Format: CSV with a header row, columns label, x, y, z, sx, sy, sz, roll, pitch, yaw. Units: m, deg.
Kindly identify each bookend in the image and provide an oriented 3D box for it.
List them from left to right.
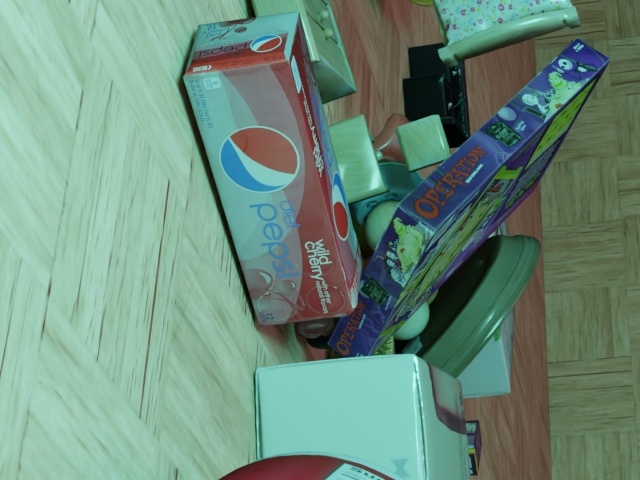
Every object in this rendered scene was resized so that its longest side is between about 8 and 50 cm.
label,x,y,z,sx,sy,sz,roll,pitch,yaw
bookend,0.166,-0.224,2.262,0.156,0.072,0.157,34,51,-72

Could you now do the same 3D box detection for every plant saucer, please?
label,x,y,z,sx,sy,sz,roll,pitch,yaw
plant saucer,0.139,0.094,1.731,0.041,0.278,0.278,40,24,-7

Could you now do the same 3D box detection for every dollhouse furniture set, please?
label,x,y,z,sx,sy,sz,roll,pitch,yaw
dollhouse furniture set,0.129,-0.230,1.461,0.174,0.355,0.303,23,50,-74

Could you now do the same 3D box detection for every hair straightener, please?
label,x,y,z,sx,sy,sz,roll,pitch,yaw
hair straightener,0.000,0.000,1.559,0.089,0.047,0.230,55,27,-64

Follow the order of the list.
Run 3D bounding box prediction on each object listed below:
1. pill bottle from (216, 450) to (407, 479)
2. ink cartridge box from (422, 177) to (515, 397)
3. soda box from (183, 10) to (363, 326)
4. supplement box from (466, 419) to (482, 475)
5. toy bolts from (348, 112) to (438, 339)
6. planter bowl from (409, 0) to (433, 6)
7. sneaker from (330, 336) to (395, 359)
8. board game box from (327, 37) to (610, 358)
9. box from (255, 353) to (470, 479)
label,x,y,z,sx,sy,sz,roll,pitch,yaw
pill bottle,-0.023,0.254,0.933,0.407,0.229,0.229,-10,94,-77
ink cartridge box,0.204,0.058,2.199,0.278,0.117,0.201,-76,156,-56
soda box,-0.036,-0.055,1.304,0.083,0.092,0.263,-82,161,-52
supplement box,0.197,0.293,2.203,0.083,0.055,0.043,-68,151,-61
toy bolts,0.112,-0.015,1.676,0.228,0.218,0.158,57,16,-48
planter bowl,0.124,-0.423,2.054,0.217,0.090,0.217,-19,118,-40
sneaker,0.043,0.167,1.616,0.084,0.069,0.186,77,18,-62
board game box,0.147,-0.041,1.504,0.347,0.056,0.208,-42,160,-42
box,0.044,0.181,1.414,0.232,0.148,0.127,38,47,-72
